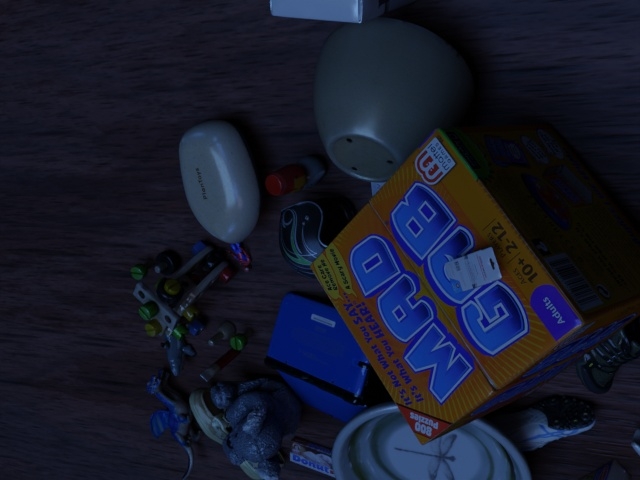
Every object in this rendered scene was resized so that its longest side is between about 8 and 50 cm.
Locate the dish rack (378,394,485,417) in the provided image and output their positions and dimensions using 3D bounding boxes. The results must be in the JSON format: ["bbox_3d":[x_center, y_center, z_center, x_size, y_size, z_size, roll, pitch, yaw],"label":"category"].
[{"bbox_3d":[0.245,0.342,1.840,0.208,0.074,0.271,35,123,11],"label":"dish rack"}]

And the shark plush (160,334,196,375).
[{"bbox_3d":[-0.364,0.248,2.149,0.073,0.067,0.161,-1,111,31],"label":"shark plush"}]

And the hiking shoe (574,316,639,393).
[{"bbox_3d":[0.530,0.192,1.570,0.114,0.086,0.226,37,133,51],"label":"hiking shoe"}]

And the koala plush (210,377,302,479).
[{"bbox_3d":[-0.137,0.423,1.970,0.203,0.221,0.196,-12,102,-2],"label":"koala plush"}]

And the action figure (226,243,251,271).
[{"bbox_3d":[-0.186,0.019,1.966,0.038,0.030,0.115,-19,103,30],"label":"action figure"}]

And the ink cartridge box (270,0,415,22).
[{"bbox_3d":[0.043,-0.441,1.486,0.172,0.237,0.100,11,117,26],"label":"ink cartridge box"}]

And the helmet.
[{"bbox_3d":[0.000,0.000,1.765,0.169,0.169,0.161,-16,88,34],"label":"helmet"}]

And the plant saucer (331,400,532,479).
[{"bbox_3d":[0.226,0.446,1.773,0.401,0.100,0.400,8,125,11],"label":"plant saucer"}]

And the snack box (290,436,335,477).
[{"bbox_3d":[0.010,0.524,2.088,0.178,0.022,0.064,14,120,24],"label":"snack box"}]

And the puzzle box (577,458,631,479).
[{"bbox_3d":[0.430,0.597,1.639,0.052,0.409,0.272,47,126,4],"label":"puzzle box"}]

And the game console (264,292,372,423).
[{"bbox_3d":[0.037,0.273,1.906,0.293,0.173,0.250,15,89,44],"label":"game console"}]

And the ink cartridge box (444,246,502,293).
[{"bbox_3d":[0.222,0.041,1.237,0.083,0.028,0.048,-23,81,42],"label":"ink cartridge box"}]

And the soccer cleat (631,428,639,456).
[{"bbox_3d":[0.691,0.320,1.539,0.143,0.116,0.331,43,127,6],"label":"soccer cleat"}]

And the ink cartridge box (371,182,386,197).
[{"bbox_3d":[0.147,-0.034,1.703,0.046,0.097,0.207,5,115,28],"label":"ink cartridge box"}]

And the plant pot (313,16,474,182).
[{"bbox_3d":[0.102,-0.213,1.511,0.284,0.190,0.284,17,152,10],"label":"plant pot"}]

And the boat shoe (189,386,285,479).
[{"bbox_3d":[-0.202,0.460,2.141,0.089,0.104,0.285,-36,102,32],"label":"boat shoe"}]

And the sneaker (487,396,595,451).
[{"bbox_3d":[0.438,0.373,1.741,0.237,0.085,0.086,-21,123,34],"label":"sneaker"}]

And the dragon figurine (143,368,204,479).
[{"bbox_3d":[-0.378,0.465,2.247,0.144,0.085,0.289,14,118,24],"label":"dragon figurine"}]

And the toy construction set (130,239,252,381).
[{"bbox_3d":[-0.314,0.179,1.982,0.257,0.237,0.308,-26,98,36],"label":"toy construction set"}]

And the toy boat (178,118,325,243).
[{"bbox_3d":[-0.146,-0.126,1.819,0.318,0.148,0.267,1,108,38],"label":"toy boat"}]

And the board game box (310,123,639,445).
[{"bbox_3d":[0.281,0.057,1.447,0.356,0.356,0.356,-48,65,36],"label":"board game box"}]
